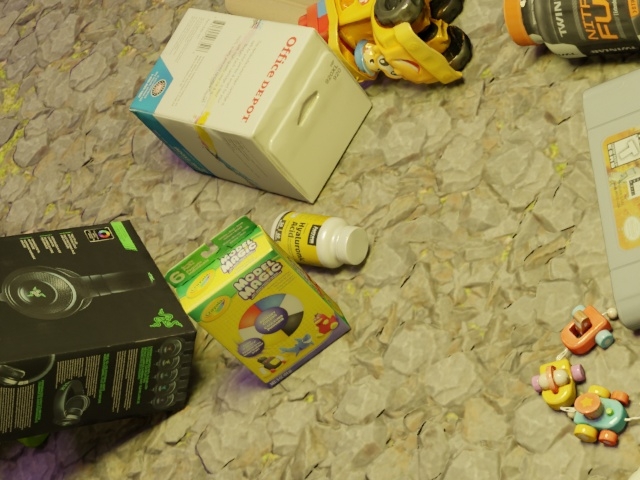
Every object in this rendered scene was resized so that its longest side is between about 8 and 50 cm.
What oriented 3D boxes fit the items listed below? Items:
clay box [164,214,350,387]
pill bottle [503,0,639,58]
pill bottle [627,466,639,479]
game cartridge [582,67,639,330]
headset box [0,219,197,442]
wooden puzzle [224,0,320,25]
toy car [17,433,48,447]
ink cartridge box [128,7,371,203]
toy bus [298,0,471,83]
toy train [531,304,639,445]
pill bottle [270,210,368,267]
[{"bbox_3d":[-0.073,0.073,1.900,0.127,0.222,0.053,-37,46,7],"label":"clay box"},{"bbox_3d":[0.346,-0.287,1.939,0.245,0.130,0.130,-3,58,33],"label":"pill bottle"},{"bbox_3d":[0.422,0.172,1.449,0.204,0.204,0.361,18,53,41],"label":"pill bottle"},{"bbox_3d":[0.397,-0.067,1.754,0.198,0.062,0.297,-24,59,34],"label":"game cartridge"},{"bbox_3d":[-0.315,0.107,2.018,0.283,0.131,0.246,-7,39,-26],"label":"headset box"},{"bbox_3d":[-0.004,-0.403,2.321,0.221,0.044,0.239,22,78,41],"label":"wooden puzzle"},{"bbox_3d":[-0.470,0.225,2.070,0.155,0.149,0.188,21,42,32],"label":"toy car"},{"bbox_3d":[-0.090,-0.179,2.126,0.232,0.168,0.171,17,70,40],"label":"ink cartridge box"},{"bbox_3d":[0.070,-0.284,2.114,0.211,0.149,0.220,-26,50,24],"label":"toy bus"},{"bbox_3d":[0.291,0.139,1.732,0.125,0.046,0.166,-39,46,5],"label":"toy train"},{"bbox_3d":[0.000,0.000,2.012,0.116,0.065,0.065,8,64,37],"label":"pill bottle"}]
